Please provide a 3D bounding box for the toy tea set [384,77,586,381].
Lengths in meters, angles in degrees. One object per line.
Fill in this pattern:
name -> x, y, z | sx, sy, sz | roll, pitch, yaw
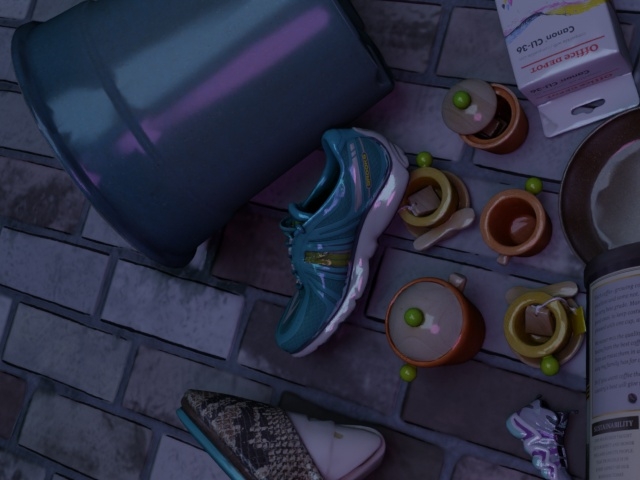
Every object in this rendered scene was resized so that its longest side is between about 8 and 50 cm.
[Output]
toy tea set -> 0.154, -0.012, 1.132 | 0.200, 0.124, 0.336 | -16, 71, 26

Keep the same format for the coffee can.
coffee can -> 0.332, 0.157, 0.923 | 0.201, 0.201, 0.275 | -5, 68, 29

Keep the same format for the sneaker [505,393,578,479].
sneaker -> 0.242, 0.201, 1.080 | 0.069, 0.038, 0.098 | -45, 61, 14

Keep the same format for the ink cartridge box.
ink cartridge box -> 0.265, -0.225, 1.153 | 0.115, 0.067, 0.198 | -20, 69, 24

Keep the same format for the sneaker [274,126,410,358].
sneaker -> 0.000, 0.000, 1.203 | 0.275, 0.110, 0.107 | -69, 25, 10

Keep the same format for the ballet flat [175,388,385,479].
ballet flat -> 0.040, 0.317, 1.121 | 0.182, 0.164, 0.483 | -35, 66, -6

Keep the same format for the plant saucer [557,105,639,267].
plant saucer -> 0.345, -0.041, 1.082 | 0.199, 0.036, 0.198 | -7, 75, 29

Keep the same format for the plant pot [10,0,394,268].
plant pot -> -0.116, -0.195, 1.233 | 0.334, 0.341, 0.341 | -31, 65, 12
